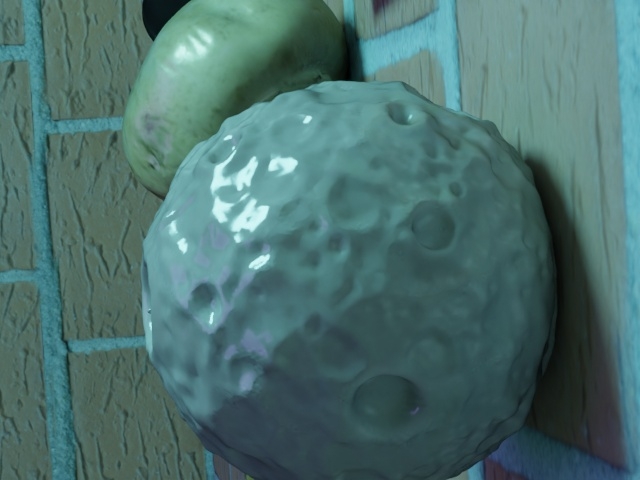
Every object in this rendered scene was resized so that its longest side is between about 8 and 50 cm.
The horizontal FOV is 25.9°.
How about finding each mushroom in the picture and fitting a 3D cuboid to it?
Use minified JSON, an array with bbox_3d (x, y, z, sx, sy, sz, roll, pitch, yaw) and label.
[{"bbox_3d":[-0.058,-0.131,1.668,0.336,0.314,0.314,48,154,19],"label":"mushroom"}]

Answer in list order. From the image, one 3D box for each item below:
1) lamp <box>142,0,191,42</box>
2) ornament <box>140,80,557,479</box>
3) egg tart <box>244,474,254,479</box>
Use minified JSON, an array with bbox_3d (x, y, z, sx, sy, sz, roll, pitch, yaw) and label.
[{"bbox_3d":[-0.177,-0.412,2.179,0.272,0.205,0.374,112,163,-75],"label":"lamp"},{"bbox_3d":[0.014,0.042,1.093,0.337,0.337,0.337,176,90,-79],"label":"ornament"},{"bbox_3d":[-0.023,0.245,1.810,0.352,0.150,0.352,178,90,-76],"label":"egg tart"}]
